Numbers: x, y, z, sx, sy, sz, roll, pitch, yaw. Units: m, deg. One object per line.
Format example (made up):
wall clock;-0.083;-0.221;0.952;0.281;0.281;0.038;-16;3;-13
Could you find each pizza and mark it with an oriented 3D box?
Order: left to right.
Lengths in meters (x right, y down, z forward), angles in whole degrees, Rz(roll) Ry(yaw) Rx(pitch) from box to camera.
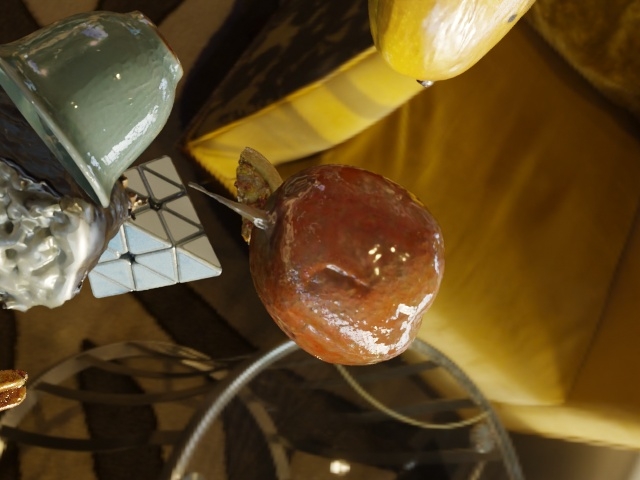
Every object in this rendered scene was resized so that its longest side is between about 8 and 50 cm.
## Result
pizza;-0.122;-0.073;2.238;0.058;0.127;0.246;2;86;-62

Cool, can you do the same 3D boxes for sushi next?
sushi;-0.403;-0.066;1.282;0.348;0.234;0.207;37;30;-13

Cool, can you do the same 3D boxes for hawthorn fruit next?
hawthorn fruit;0.012;0.014;0.795;0.189;0.149;0.149;28;66;-54

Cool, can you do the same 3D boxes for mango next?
mango;0.149;-0.301;0.959;0.187;0.144;0.359;0;124;-45

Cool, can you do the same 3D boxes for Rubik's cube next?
Rubik's cube;-0.341;-0.021;2.035;0.228;0.233;0.229;-19;100;-14

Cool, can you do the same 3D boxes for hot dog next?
hot dog;-0.430;0.192;1.337;0.144;0.038;0.062;-16;123;-26

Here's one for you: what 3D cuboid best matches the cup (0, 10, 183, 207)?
cup;-0.219;-0.155;1.082;0.150;0.199;0.199;-39;110;-11
